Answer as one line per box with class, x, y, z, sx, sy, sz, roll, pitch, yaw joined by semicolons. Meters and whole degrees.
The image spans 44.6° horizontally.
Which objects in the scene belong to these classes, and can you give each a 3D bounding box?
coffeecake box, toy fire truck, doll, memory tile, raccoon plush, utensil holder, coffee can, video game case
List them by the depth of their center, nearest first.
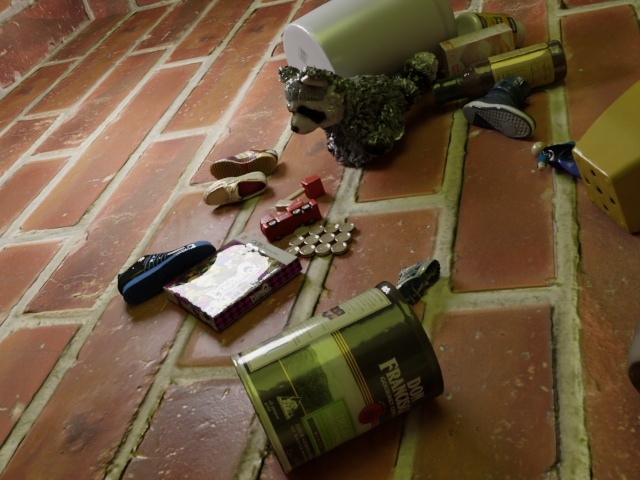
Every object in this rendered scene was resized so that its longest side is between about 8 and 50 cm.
coffee can;0.024;0.212;1.226;0.275;0.201;0.201;-25;33;-9
video game case;-0.189;0.081;1.671;0.232;0.042;0.210;-36;35;-25
doll;0.527;-0.177;1.696;0.129;0.046;0.189;-28;34;-16
memory tile;0.000;0.000;1.726;0.148;0.012;0.113;-5;35;21
toy fire truck;-0.064;-0.076;1.838;0.192;0.047;0.135;-27;33;-11
raccoon plush;0.081;-0.405;1.963;0.216;0.299;0.446;-5;44;45
coffeecake box;0.429;-0.487;2.115;0.185;0.142;0.068;-17;33;2
utensil holder;0.137;-0.545;2.189;0.385;0.327;0.327;-32;35;-16

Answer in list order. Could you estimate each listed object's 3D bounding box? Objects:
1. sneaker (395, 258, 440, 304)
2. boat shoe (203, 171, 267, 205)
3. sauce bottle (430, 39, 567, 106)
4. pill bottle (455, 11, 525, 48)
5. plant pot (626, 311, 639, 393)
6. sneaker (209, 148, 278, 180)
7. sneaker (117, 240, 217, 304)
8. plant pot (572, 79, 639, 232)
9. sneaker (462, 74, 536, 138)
sneaker;0.171;0.082;1.496;0.135;0.052;0.058;-34;25;-35
boat shoe;-0.213;-0.127;1.972;0.170;0.063;0.059;-22;27;-7
sauce bottle;0.461;-0.430;2.045;0.344;0.111;0.111;-13;33;8
pill bottle;0.480;-0.585;2.216;0.215;0.117;0.117;-10;24;-35
plant pot;0.570;0.110;1.053;0.323;0.323;0.280;20;65;44
sneaker;-0.202;-0.203;2.087;0.185;0.069;0.084;-5;26;9
sneaker;-0.350;0.054;1.755;0.232;0.081;0.090;-27;40;-12
plant pot;0.607;-0.140;1.473;0.187;0.212;0.212;-32;33;3
sneaker;0.480;-0.332;1.913;0.163;0.086;0.226;-33;34;-17
